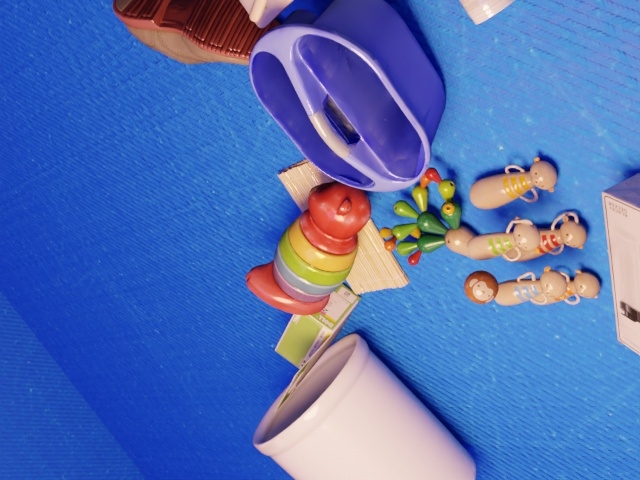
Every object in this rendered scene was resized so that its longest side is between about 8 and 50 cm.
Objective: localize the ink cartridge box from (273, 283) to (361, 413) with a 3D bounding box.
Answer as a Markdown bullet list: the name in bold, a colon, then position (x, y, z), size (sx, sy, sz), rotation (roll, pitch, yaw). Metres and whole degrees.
- **ink cartridge box**: position (-0.040, 0.218, 1.621), size (0.097, 0.255, 0.188), rotation (37, 139, 8)

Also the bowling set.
- **bowling set**: position (0.336, 0.037, 1.216), size (0.154, 0.200, 0.287), rotation (-18, 115, 45)

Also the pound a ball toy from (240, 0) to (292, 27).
- **pound a ball toy**: position (-0.056, -0.409, 1.059), size (0.135, 0.208, 0.319), rotation (56, 160, -10)

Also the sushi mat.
- **sushi mat**: position (0.045, -0.027, 1.527), size (0.151, 0.019, 0.316), rotation (-16, 113, 47)

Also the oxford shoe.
- **oxford shoe**: position (-0.207, -0.379, 1.384), size (0.348, 0.123, 0.130), rotation (23, 162, 20)

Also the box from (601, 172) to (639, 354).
- **box**: position (0.515, 0.059, 1.110), size (0.169, 0.087, 0.289), rotation (43, 155, 59)

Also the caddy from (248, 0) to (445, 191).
- **caddy**: position (0.043, -0.219, 1.189), size (0.241, 0.179, 0.341), rotation (-7, 136, 43)

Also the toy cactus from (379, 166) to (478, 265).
- **toy cactus**: position (0.211, -0.020, 1.348), size (0.181, 0.112, 0.219), rotation (29, 130, 2)

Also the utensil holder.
- **utensil holder**: position (0.101, 0.454, 1.666), size (0.385, 0.327, 0.328), rotation (45, 140, -6)

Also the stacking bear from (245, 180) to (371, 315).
- **stacking bear**: position (0.000, 0.000, 1.459), size (0.164, 0.175, 0.289), rotation (39, 132, 9)

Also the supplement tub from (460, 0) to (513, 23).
- **supplement tub**: position (0.218, -0.366, 1.055), size (0.071, 0.071, 0.107), rotation (-21, 108, 47)
